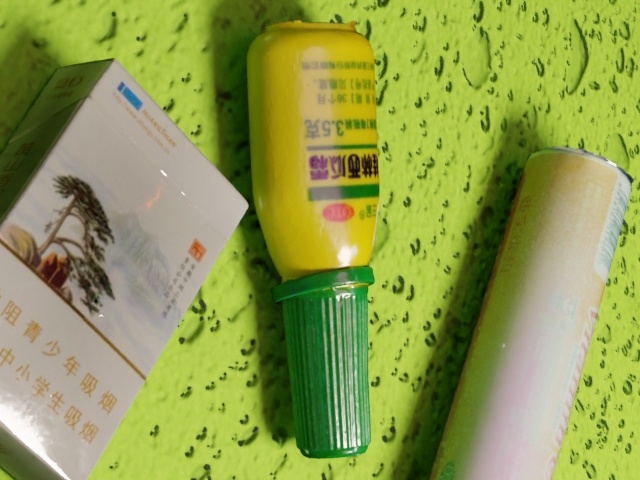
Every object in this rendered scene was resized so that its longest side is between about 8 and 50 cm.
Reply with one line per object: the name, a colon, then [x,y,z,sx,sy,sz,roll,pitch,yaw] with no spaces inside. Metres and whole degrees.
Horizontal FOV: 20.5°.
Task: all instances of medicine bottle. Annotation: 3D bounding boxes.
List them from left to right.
medicine bottle: [0.000,0.000,1.255,0.111,0.076,0.309,-4,92,-43]
medicine bottle: [0.149,0.133,1.379,0.108,0.108,0.426,37,62,-37]

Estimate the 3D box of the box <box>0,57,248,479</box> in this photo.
box: [-0.157,0.020,1.106,0.149,0.067,0.233,49,57,-33]
